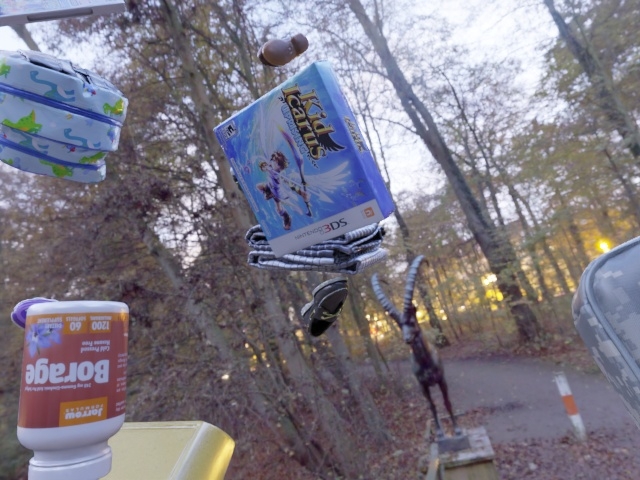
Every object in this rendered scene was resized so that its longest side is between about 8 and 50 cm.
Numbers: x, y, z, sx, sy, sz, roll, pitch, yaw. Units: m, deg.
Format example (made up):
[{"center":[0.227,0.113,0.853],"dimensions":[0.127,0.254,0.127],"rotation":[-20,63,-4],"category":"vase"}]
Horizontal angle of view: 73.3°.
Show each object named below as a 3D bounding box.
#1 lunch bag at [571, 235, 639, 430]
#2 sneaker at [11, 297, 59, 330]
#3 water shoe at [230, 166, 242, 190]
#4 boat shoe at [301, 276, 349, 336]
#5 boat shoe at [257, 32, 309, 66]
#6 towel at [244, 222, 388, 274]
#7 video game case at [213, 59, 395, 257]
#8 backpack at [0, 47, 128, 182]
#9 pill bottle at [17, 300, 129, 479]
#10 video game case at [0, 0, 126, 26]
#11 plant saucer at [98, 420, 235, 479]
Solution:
[{"center":[0.372,0.132,0.363],"dimensions":[0.212,0.305,0.256],"rotation":[-28,-31,13],"category":"lunch bag"},{"center":[-0.457,0.147,0.768],"dimensions":[0.169,0.069,0.071],"rotation":[23,-23,-15],"category":"sneaker"},{"center":[-0.137,-0.177,1.118],"dimensions":[0.202,0.080,0.073],"rotation":[-2,28,27],"category":"water shoe"},{"center":[0.016,0.154,0.980],"dimensions":[0.081,0.069,0.228],"rotation":[-6,-28,-21],"category":"boat shoe"},{"center":[-0.112,-0.526,1.208],"dimensions":[0.073,0.073,0.207],"rotation":[-7,23,38],"category":"boat shoe"},{"center":[0.000,0.000,1.022],"dimensions":[0.283,0.122,0.235],"rotation":[2,8,27],"category":"towel"},{"center":[-0.035,-0.127,0.753],"dimensions":[0.244,0.270,0.061],"rotation":[-20,10,34],"category":"video game case"},{"center":[-0.522,-0.243,0.822],"dimensions":[0.355,0.274,0.290],"rotation":[2,-10,37],"category":"backpack"},{"center":[-0.317,0.191,0.559],"dimensions":[0.121,0.217,0.121],"rotation":[-3,-11,-1],"category":"pill bottle"},{"center":[-0.272,-0.247,0.439],"dimensions":[0.121,0.087,0.011],"rotation":[-21,-35,-23],"category":"video game case"},{"center":[-0.346,0.415,0.753],"dimensions":[0.332,0.081,0.333],"rotation":[-2,6,1],"category":"plant saucer"}]
